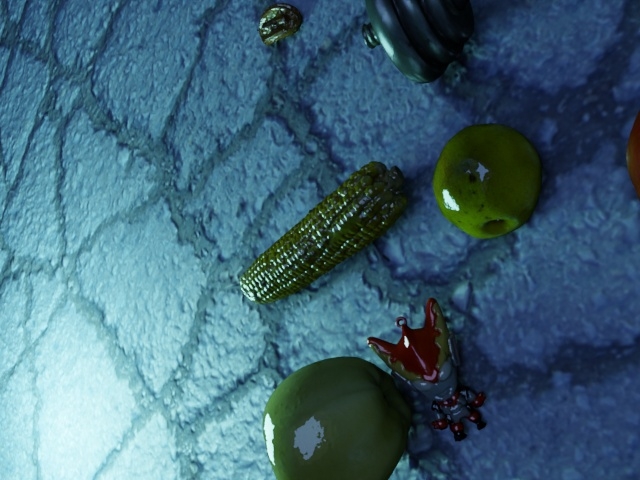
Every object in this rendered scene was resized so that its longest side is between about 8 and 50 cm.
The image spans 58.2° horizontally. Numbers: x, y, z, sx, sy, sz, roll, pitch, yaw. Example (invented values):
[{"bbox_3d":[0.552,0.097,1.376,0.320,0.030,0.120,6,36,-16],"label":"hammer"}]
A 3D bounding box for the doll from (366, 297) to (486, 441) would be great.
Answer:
[{"bbox_3d":[0.146,0.171,0.740,0.109,0.057,0.169,-35,80,13],"label":"doll"}]

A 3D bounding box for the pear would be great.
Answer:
[{"bbox_3d":[0.193,-0.074,0.695,0.141,0.104,0.141,-7,78,37],"label":"pear"}]

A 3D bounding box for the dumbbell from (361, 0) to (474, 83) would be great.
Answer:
[{"bbox_3d":[0.219,-0.321,0.646,0.406,0.179,0.179,-19,75,34],"label":"dumbbell"}]

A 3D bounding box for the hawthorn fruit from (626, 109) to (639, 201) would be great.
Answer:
[{"bbox_3d":[0.391,-0.069,0.428,0.295,0.311,0.295,-5,78,24],"label":"hawthorn fruit"}]

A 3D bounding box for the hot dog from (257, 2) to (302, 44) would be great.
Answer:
[{"bbox_3d":[-0.070,-0.356,0.948,0.083,0.035,0.058,-12,83,35],"label":"hot dog"}]

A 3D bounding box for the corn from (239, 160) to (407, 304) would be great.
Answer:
[{"bbox_3d":[0.000,0.000,0.834,0.320,0.097,0.097,-37,66,30],"label":"corn"}]

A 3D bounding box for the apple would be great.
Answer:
[{"bbox_3d":[0.018,0.245,0.746,0.200,0.200,0.200,-3,85,36],"label":"apple"}]
